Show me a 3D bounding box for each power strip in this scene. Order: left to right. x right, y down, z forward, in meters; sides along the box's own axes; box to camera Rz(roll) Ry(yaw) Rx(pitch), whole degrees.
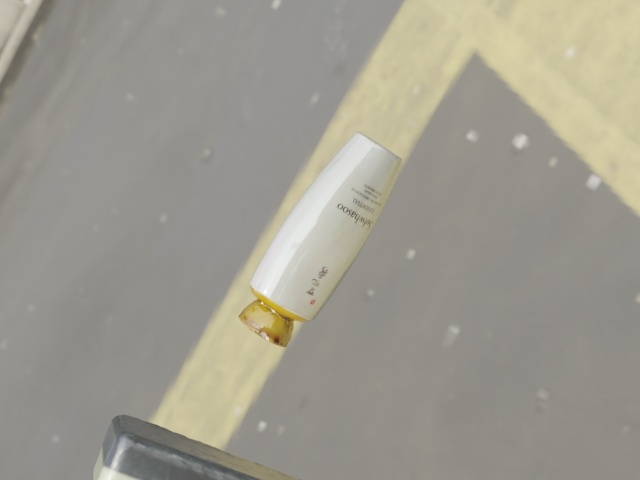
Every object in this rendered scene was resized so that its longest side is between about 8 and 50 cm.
[{"bbox_3d":[-0.057,0.219,1.224,0.105,0.257,0.070,-163,94,-81],"label":"power strip"}]

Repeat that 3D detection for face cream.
[{"bbox_3d":[0.000,0.000,1.216,0.182,0.072,0.051,-57,38,5],"label":"face cream"}]
